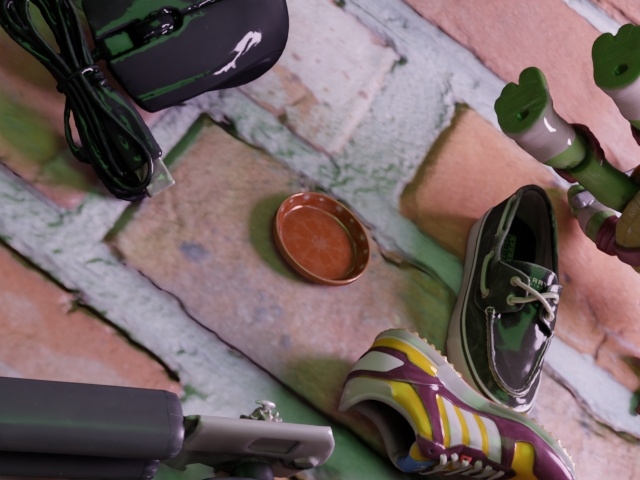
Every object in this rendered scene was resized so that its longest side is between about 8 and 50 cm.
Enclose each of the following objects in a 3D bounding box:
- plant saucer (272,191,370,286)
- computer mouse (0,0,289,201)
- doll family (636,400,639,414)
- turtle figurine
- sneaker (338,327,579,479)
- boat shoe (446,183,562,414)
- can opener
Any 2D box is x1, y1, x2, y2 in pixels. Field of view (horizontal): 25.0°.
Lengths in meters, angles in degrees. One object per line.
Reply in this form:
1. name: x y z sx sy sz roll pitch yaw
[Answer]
1. plant saucer: 0.000 0.000 1.117 0.083 0.013 0.083 17 50 -22
2. computer mouse: -0.102 -0.160 1.109 0.272 0.072 0.188 -37 96 -48
3. doll family: 0.353 0.122 1.221 0.193 0.076 0.111 -7 66 -34
4. turtle figurine: 0.280 -0.080 1.214 0.266 0.198 0.275 42 72 -34
5. sneaker: 0.096 0.148 1.038 0.185 0.069 0.084 36 52 3
6. boat shoe: 0.151 0.045 1.143 0.077 0.070 0.219 23 47 -18
7. can opener: -0.114 0.134 0.893 0.280 0.074 0.093 13 52 -26
